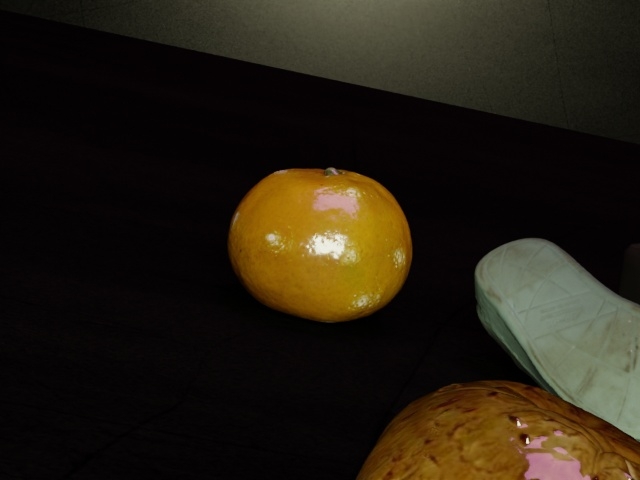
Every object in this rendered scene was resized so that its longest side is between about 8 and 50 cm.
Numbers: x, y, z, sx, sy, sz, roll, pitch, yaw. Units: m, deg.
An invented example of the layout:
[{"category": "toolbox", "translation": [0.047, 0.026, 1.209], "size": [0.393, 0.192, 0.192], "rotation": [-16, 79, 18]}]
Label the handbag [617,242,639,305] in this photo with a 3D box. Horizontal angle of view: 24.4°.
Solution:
[{"category": "handbag", "translation": [0.439, 0.047, 1.330], "size": [0.285, 0.114, 0.257], "rotation": [10, -11, -11]}]

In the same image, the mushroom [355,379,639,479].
[{"category": "mushroom", "translation": [0.109, 0.138, 0.665], "size": [0.194, 0.138, 0.231], "rotation": [14, 12, 8]}]

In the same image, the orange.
[{"category": "orange", "translation": [0.000, 0.000, 1.232], "size": [0.156, 0.124, 0.156], "rotation": [15, 13, -3]}]

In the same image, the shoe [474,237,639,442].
[{"category": "shoe", "translation": [0.211, 0.089, 1.142], "size": [0.251, 0.103, 0.100], "rotation": [47, -9, 48]}]
